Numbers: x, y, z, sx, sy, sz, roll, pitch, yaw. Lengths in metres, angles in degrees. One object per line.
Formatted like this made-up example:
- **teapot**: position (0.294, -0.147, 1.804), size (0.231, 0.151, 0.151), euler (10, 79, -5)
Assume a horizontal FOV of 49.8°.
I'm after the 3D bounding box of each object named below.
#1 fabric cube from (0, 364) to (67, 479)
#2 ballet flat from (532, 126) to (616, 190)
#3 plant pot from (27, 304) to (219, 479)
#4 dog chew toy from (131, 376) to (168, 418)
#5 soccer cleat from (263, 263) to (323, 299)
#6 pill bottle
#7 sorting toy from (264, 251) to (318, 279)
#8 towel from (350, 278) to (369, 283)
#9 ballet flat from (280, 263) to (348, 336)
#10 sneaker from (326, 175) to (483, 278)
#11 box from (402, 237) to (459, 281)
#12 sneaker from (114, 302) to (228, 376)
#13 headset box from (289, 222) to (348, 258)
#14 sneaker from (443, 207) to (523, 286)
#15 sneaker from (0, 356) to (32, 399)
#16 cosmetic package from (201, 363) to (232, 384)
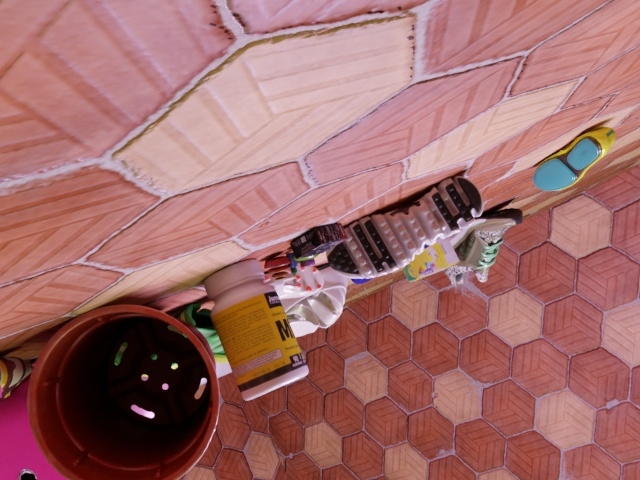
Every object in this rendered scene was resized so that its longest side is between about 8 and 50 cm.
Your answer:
- **fabric cube**: position (-0.526, 0.393, 1.133), size (0.259, 0.254, 0.258), euler (-28, -169, 19)
- **ballet flat**: position (0.529, -0.169, 1.428), size (0.077, 0.077, 0.231), euler (-38, 175, -21)
- **plant pot**: position (-0.284, 0.231, 1.108), size (0.272, 0.273, 0.265), euler (-24, 179, -3)
- **dog chew toy**: position (-0.468, 0.335, 1.394), size (0.331, 0.207, 0.206), euler (-2, 158, -45)
- **soccer cleat**: position (-0.081, 0.088, 1.364), size (0.196, 0.068, 0.076), euler (-7, 167, -40)
- **pill bottle**: position (-0.110, 0.145, 1.135), size (0.119, 0.209, 0.119), euler (-23, 171, -4)
- **sorting toy**: position (-0.047, 0.044, 1.202), size (0.101, 0.042, 0.061), euler (-13, -174, -3)
- **towel**: position (0.179, -0.010, 1.457), size (0.227, 0.076, 0.308), euler (-29, 172, -15)
- **ballet flat**: position (-0.034, 0.148, 1.526), size (0.139, 0.139, 0.400), euler (-30, 168, 35)
- **sneaker**: position (0.150, -0.014, 1.243), size (0.292, 0.110, 0.118), euler (-24, 178, 3)
- **box**: position (0.296, 0.048, 1.956), size (0.179, 0.105, 0.043), euler (-19, 169, -27)
- **sneaker**: position (-0.263, 0.179, 1.329), size (0.295, 0.124, 0.109), euler (-9, -153, -1)
- **headset box**: position (0.000, 0.000, 1.147), size (0.062, 0.032, 0.083), euler (-31, 167, 36)
- **sneaker**: position (0.495, 0.029, 2.107), size (0.158, 0.182, 0.410), euler (-19, 169, -28)
- **sneaker**: position (-0.513, 0.228, 1.025), size (0.185, 0.070, 0.084), euler (-26, 166, 19)
- **cosmetic package**: position (-0.247, 0.257, 1.661), size (0.238, 0.107, 0.127), euler (-19, -160, -37)
